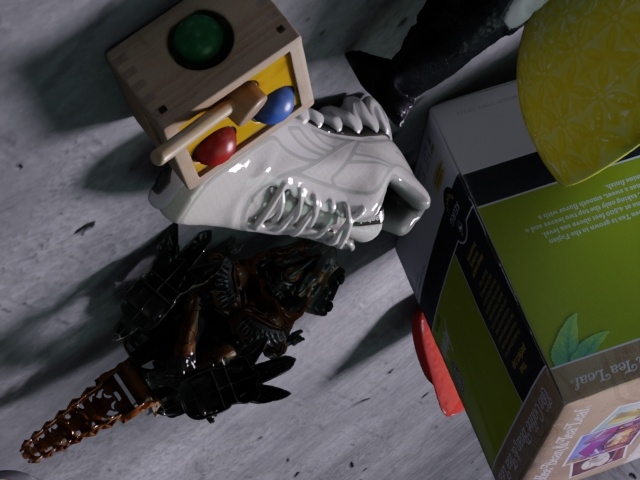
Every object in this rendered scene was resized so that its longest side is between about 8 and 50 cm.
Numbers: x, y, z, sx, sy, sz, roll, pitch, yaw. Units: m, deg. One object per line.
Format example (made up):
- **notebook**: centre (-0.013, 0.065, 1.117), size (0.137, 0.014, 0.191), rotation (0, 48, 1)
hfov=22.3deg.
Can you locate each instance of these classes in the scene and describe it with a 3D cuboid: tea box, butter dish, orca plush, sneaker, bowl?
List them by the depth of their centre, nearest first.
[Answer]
- **orca plush**: centre (0.123, -0.225, 1.231), size (0.287, 0.102, 0.151), rotation (-35, -151, 25)
- **sneaker**: centre (-0.014, -0.046, 1.304), size (0.292, 0.118, 0.110), rotation (-12, 151, -51)
- **bowl**: centre (0.254, -0.196, 1.324), size (0.289, 0.156, 0.289), rotation (-43, -176, 4)
- **tea box**: centre (0.243, 0.046, 1.616), size (0.220, 0.323, 0.329), rotation (-17, 158, -11)
- **butter dish**: centre (0.173, 0.118, 2.075), size (0.160, 0.118, 0.159), rotation (-29, 116, -27)

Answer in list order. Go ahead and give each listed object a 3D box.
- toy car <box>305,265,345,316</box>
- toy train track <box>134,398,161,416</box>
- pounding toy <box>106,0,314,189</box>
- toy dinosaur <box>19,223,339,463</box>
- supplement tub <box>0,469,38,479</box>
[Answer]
- **toy car**: centre (-0.035, 0.049, 1.643), size (0.122, 0.040, 0.060), rotation (-5, 114, -33)
- **toy train track**: centre (-0.171, 0.171, 1.701), size (0.048, 0.014, 0.083), rotation (-32, 162, -15)
- **pounding toy**: centre (-0.073, -0.098, 1.086), size (0.130, 0.100, 0.141), rotation (-36, 162, -8)
- **toy dinosaur**: centre (-0.112, 0.102, 1.450), size (0.322, 0.164, 0.218), rotation (-55, -177, -14)
- **supplement tub**: centre (-0.332, 0.273, 1.481), size (0.117, 0.117, 0.190), rotation (-43, 162, 16)
